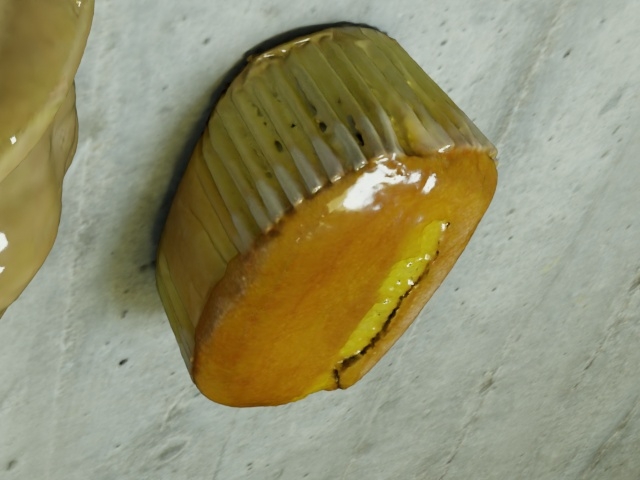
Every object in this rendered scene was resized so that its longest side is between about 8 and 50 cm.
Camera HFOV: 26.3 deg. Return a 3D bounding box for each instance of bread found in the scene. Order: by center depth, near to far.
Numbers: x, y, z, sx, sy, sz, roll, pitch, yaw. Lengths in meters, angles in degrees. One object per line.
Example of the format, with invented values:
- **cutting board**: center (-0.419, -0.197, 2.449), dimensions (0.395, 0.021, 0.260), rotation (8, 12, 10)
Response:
- **bread**: center (0.000, 0.000, 0.979), dimensions (0.204, 0.156, 0.288), rotation (-6, 142, -40)

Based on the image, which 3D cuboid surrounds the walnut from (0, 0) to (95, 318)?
- **walnut**: center (-0.222, -0.074, 0.503), dimensions (0.285, 0.285, 0.296), rotation (-33, 147, -4)
